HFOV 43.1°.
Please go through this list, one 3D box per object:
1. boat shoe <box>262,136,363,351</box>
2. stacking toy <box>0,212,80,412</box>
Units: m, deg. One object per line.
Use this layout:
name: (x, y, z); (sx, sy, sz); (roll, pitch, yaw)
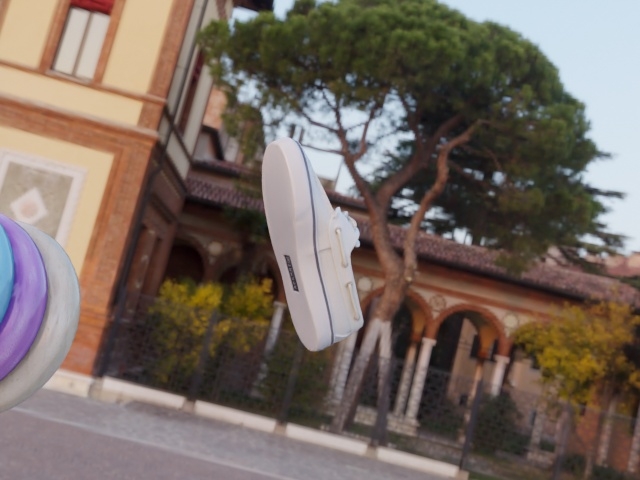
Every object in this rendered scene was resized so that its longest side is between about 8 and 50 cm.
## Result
boat shoe: (0.000, 0.000, 0.369); (0.035, 0.100, 0.035); (-19, 15, -25)
stacking toy: (-0.261, 0.003, 0.418); (0.141, 0.141, 0.330); (12, -16, 16)
